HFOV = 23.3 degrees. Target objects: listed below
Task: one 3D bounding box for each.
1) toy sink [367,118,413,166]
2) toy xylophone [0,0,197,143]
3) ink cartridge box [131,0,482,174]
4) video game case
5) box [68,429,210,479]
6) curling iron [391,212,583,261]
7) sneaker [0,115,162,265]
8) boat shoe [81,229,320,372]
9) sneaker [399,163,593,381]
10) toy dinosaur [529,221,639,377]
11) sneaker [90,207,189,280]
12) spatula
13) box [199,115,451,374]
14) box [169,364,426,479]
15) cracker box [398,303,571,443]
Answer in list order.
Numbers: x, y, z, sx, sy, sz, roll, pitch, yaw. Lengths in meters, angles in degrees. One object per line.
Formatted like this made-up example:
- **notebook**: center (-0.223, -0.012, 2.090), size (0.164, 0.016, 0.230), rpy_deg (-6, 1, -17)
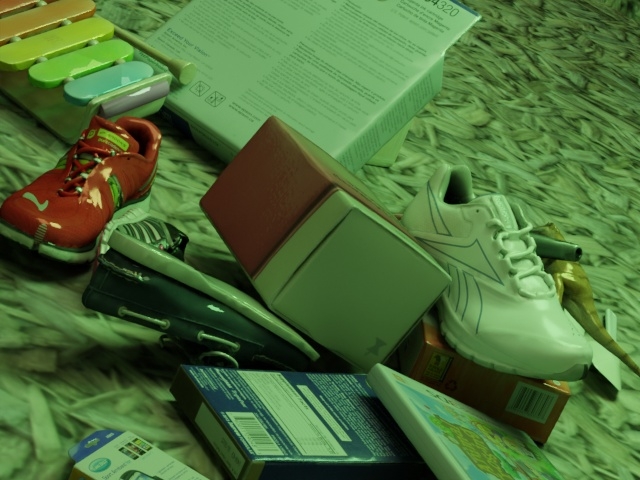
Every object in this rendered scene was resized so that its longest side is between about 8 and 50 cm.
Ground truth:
- **toy sink**: center (-0.008, -0.201, 2.046), size (0.234, 0.131, 0.153), rpy_deg (8, 26, -33)
- **toy xylophone**: center (-0.294, -0.226, 1.823), size (0.322, 0.081, 0.236), rpy_deg (31, 42, 25)
- **ink cartridge box**: center (-0.024, -0.224, 1.908), size (0.324, 0.071, 0.330), rpy_deg (36, 68, 29)
- **video game case**: center (0.153, 0.197, 1.352), size (0.193, 0.023, 0.212), rpy_deg (27, 13, -30)
- **box**: center (-0.127, 0.191, 1.173), size (0.136, 0.028, 0.081), rpy_deg (27, 22, 17)
- **curling iron**: center (0.167, -0.003, 1.635), size (0.068, 0.035, 0.274), rpy_deg (27, -15, -38)
- **sneaker**: center (-0.234, -0.062, 1.527), size (0.107, 0.118, 0.279), rpy_deg (24, 22, 5)
- **boat shoe**: center (-0.103, 0.074, 1.382), size (0.095, 0.079, 0.254), rpy_deg (29, -1, 45)
- **sneaker**: center (0.163, 0.030, 1.506), size (0.111, 0.129, 0.297), rpy_deg (5, 29, -39)
- **toy dinosaur**: center (0.259, 0.056, 1.613), size (0.112, 0.064, 0.211), rpy_deg (-7, 55, -24)
- **sneaker**: center (-0.169, 0.015, 1.486), size (0.075, 0.063, 0.170), rpy_deg (18, 17, 4)
- **spatula**: center (0.292, 0.076, 1.777), size (0.168, 0.019, 0.242), rpy_deg (46, 15, -3)
- **box**: center (0.000, 0.000, 1.527), size (0.148, 0.127, 0.232), rpy_deg (36, 8, -33)
- **box**: center (-0.004, 0.162, 1.343), size (0.225, 0.036, 0.136), rpy_deg (6, 28, -37)
- **cracker box**: center (0.160, 0.102, 1.600), size (0.155, 0.067, 0.232), rpy_deg (20, 21, -9)
